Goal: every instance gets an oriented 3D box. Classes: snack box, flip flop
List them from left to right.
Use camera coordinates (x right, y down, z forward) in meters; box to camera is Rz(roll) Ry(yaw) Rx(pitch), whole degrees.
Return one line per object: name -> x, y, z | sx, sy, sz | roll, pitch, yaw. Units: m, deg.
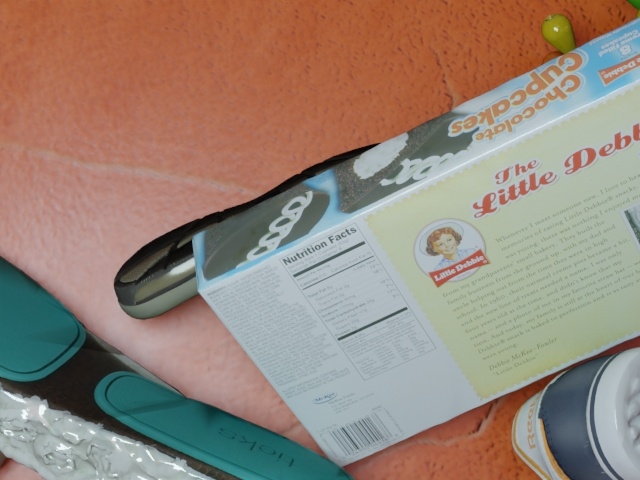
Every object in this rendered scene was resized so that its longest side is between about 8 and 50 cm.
flip flop -> 0.000, 0.000, 1.020 | 0.277, 0.112, 0.080 | -24, 103, -4
snack box -> 0.106, 0.007, 0.947 | 0.322, 0.060, 0.187 | -25, 127, 11

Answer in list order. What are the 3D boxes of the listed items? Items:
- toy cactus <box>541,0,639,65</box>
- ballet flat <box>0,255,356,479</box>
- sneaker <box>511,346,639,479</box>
toy cactus -> 0.239, -0.080, 1.042 | 0.180, 0.112, 0.219 | -3, 86, -12
ballet flat -> -0.167, 0.125, 0.969 | 0.409, 0.147, 0.147 | 30, 83, 11
sneaker -> 0.267, 0.164, 1.007 | 0.321, 0.127, 0.126 | 33, 63, -23
